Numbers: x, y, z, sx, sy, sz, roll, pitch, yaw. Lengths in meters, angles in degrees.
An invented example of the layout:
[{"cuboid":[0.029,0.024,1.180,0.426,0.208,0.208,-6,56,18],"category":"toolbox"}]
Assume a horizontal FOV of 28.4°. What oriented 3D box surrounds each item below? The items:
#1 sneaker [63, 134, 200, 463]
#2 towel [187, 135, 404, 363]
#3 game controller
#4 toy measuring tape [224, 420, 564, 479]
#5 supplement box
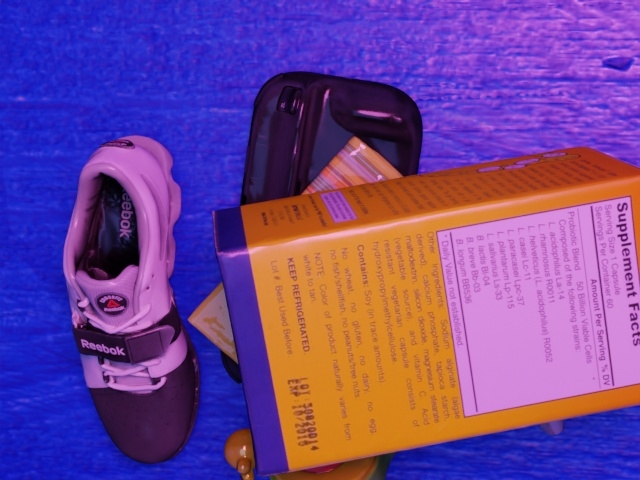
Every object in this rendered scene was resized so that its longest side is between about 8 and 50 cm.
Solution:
[{"cuboid":[-0.196,0.069,1.224,0.122,0.146,0.330,-5,98,9],"category":"sneaker"},{"cuboid":[-0.009,0.020,1.190,0.102,0.021,0.237,42,94,-6],"category":"towel"},{"cuboid":[0.000,0.000,1.230,0.166,0.067,0.319,8,99,-6],"category":"game controller"},{"cuboid":[0.067,0.209,1.205,0.330,0.121,0.121,-3,97,11],"category":"toy measuring tape"},{"cuboid":[0.099,0.050,1.093,0.356,0.195,0.194,-10,103,-3],"category":"supplement box"}]
